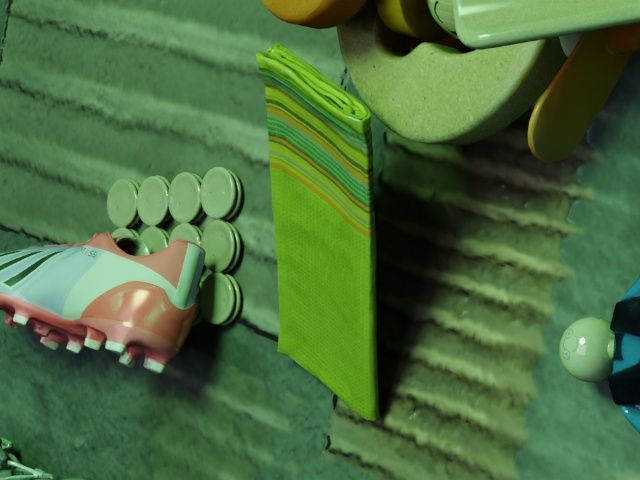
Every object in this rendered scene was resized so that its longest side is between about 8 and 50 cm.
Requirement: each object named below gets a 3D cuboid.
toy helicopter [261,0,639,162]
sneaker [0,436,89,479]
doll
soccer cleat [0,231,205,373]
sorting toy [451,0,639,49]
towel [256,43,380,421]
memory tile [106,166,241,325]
[{"bbox_3d":[0.133,-0.201,1.081,0.355,0.140,0.235,-56,51,24],"label":"toy helicopter"},{"bbox_3d":[-0.267,0.194,1.508,0.281,0.105,0.115,-11,80,47],"label":"sneaker"},{"bbox_3d":[0.200,0.054,1.050,0.189,0.046,0.129,-9,79,56],"label":"doll"},{"bbox_3d":[-0.174,0.031,1.430,0.248,0.083,0.095,11,72,50],"label":"soccer cleat"},{"bbox_3d":[0.204,-0.228,0.984,0.307,0.041,0.229,-9,83,14],"label":"sorting toy"},{"bbox_3d":[0.000,0.000,1.217,0.102,0.021,0.237,40,144,43],"label":"towel"},{"bbox_3d":[-0.107,0.007,1.414,0.148,0.012,0.113,-4,85,46],"label":"memory tile"}]
